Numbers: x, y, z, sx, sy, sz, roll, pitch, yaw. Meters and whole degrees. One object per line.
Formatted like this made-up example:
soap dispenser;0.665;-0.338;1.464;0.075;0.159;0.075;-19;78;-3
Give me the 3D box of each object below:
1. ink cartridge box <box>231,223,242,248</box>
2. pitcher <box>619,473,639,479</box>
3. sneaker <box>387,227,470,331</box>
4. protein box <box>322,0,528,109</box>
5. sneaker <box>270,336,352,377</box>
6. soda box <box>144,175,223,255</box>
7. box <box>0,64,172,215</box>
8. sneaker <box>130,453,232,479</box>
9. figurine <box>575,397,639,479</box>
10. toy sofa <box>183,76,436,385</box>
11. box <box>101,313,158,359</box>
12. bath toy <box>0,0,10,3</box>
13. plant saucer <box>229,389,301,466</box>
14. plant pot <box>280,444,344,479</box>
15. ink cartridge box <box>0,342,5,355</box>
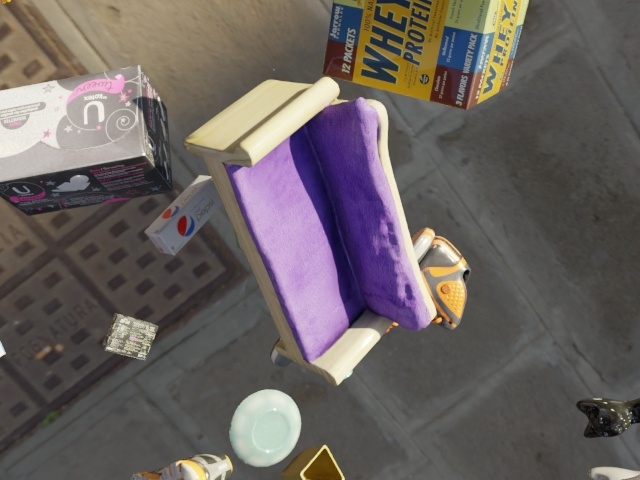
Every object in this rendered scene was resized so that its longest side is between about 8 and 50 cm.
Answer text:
ink cartridge box;-0.139;-0.087;1.619;0.117;0.278;0.202;-14;94;-14
pitcher;0.429;0.204;0.742;0.125;0.177;0.207;14;96;-52
sneaker;0.175;0.146;1.434;0.180;0.124;0.321;40;107;-2
protein box;0.140;-0.272;0.928;0.199;0.201;0.136;19;117;22
sneaker;0.002;0.298;1.883;0.295;0.123;0.178;-43;61;29
soda box;-0.330;-0.065;1.768;0.216;0.069;0.074;-52;130;-28
box;-0.373;-0.154;1.114;0.247;0.142;0.163;-9;71;2
sneaker;-0.207;0.361;1.041;0.215;0.083;0.084;-30;77;43
figurine;0.528;0.331;1.143;0.209;0.092;0.215;-11;105;10
toy sofa;0.000;0.000;0.858;0.150;0.177;0.363;-43;131;-30
box;-0.346;0.175;1.298;0.083;0.018;0.067;22;87;-36
bath toy;-0.598;-0.334;1.124;0.151;0.129;0.348;35;90;22
plant saucer;-0.130;0.472;1.779;0.194;0.037;0.195;-1;91;-26
plant pot;-0.024;0.433;1.309;0.083;0.081;0.081;-17;105;43
ink cartridge box;-0.779;0.207;1.571;0.090;0.143;0.092;-34;135;-33
